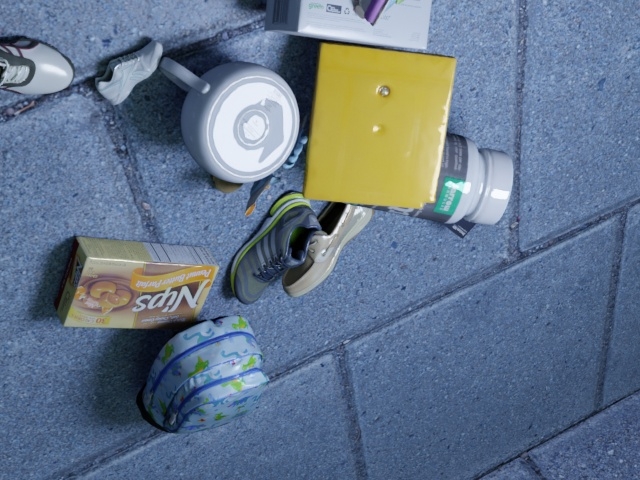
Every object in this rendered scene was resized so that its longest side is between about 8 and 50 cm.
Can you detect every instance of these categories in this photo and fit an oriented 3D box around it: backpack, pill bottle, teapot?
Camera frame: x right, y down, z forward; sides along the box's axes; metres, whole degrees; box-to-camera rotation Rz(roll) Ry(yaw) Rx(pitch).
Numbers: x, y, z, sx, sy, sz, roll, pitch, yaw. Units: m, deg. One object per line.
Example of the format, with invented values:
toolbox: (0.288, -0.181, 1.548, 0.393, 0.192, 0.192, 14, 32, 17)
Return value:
backpack: (-0.255, 0.312, 2.107, 0.290, 0.273, 0.355, -8, 137, -27)
pill bottle: (0.232, -0.150, 2.050, 0.361, 0.204, 0.204, 10, 121, -10)
teapot: (-0.182, -0.244, 1.804, 0.252, 0.187, 0.256, -16, 117, -31)

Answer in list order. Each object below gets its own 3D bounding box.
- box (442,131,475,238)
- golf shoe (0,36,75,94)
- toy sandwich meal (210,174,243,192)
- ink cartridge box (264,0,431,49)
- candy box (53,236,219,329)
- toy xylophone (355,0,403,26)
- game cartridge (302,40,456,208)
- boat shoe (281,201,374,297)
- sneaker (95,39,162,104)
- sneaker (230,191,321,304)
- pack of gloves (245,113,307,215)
box: (0.324, -0.143, 2.281, 0.184, 0.103, 0.261, -48, 135, 12)
golf shoe: (-0.548, -0.293, 1.571, 0.273, 0.120, 0.105, 7, 118, -38)
toy sandwich meal: (-0.201, -0.140, 1.988, 0.085, 0.029, 0.085, -22, 135, -24)
ink cartridge box: (0.066, -0.521, 1.761, 0.309, 0.130, 0.272, 0, 102, -34)
candy box: (-0.400, 0.099, 2.001, 0.316, 0.087, 0.183, 5, 122, -38)
toy xylophone: (0.183, -0.491, 1.629, 0.323, 0.081, 0.236, -38, 174, -17)
game cartridge: (0.118, -0.233, 1.886, 0.285, 0.052, 0.323, 5, 107, -8)
boat shoe: (0.000, 0.000, 2.180, 0.302, 0.109, 0.098, -49, 130, 2)
sneaker: (-0.359, -0.324, 1.717, 0.152, 0.053, 0.061, -44, 133, 5)
sneaker: (-0.106, 0.034, 2.121, 0.111, 0.121, 0.300, 16, 114, -40)
pack of gloves: (-0.077, -0.153, 1.925, 0.046, 0.232, 0.195, 37, 107, -14)
